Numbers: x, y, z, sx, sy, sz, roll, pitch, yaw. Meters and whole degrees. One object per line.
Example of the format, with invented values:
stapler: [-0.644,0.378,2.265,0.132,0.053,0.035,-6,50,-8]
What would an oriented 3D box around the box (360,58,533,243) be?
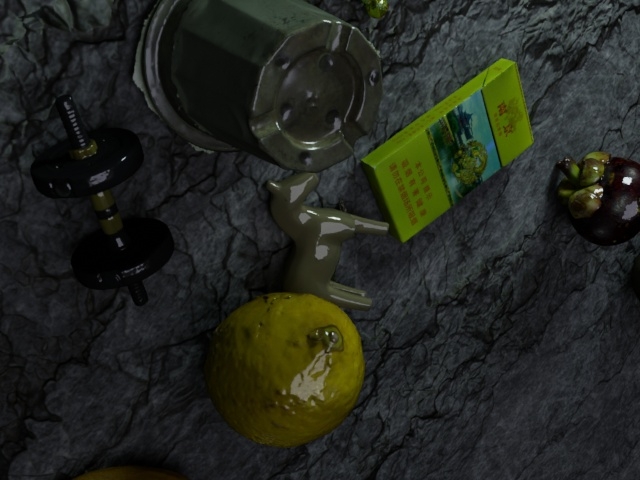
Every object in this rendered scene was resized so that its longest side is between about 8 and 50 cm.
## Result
box: [0.238,-0.162,1.354,0.335,0.047,0.187,-37,129,-13]

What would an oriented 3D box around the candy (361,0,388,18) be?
candy: [0.054,-0.379,1.129,0.123,0.035,0.035,29,141,-29]

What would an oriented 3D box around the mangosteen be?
mangosteen: [0.575,-0.095,1.545,0.217,0.192,0.192,29,98,-1]

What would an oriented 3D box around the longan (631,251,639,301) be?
longan: [0.850,0.084,1.806,0.212,0.198,0.198,-29,127,-13]

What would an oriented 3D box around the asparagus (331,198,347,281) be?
asparagus: [0.024,0.035,1.333,0.023,0.022,0.233,13,113,8]

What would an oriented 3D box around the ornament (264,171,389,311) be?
ornament: [0.000,0.000,1.262,0.244,0.061,0.230,11,111,-22]

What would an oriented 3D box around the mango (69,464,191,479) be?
mango: [-0.338,0.467,1.255,0.294,0.120,0.177,3,110,-35]

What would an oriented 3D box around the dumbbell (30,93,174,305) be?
dumbbell: [-0.287,-0.042,1.003,0.143,0.143,0.325,-26,126,-20]

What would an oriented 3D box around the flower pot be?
flower pot: [-0.067,-0.212,0.983,0.290,0.259,0.290,-17,124,-27]

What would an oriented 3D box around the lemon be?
lemon: [-0.055,0.204,1.199,0.253,0.310,0.254,11,65,-25]
